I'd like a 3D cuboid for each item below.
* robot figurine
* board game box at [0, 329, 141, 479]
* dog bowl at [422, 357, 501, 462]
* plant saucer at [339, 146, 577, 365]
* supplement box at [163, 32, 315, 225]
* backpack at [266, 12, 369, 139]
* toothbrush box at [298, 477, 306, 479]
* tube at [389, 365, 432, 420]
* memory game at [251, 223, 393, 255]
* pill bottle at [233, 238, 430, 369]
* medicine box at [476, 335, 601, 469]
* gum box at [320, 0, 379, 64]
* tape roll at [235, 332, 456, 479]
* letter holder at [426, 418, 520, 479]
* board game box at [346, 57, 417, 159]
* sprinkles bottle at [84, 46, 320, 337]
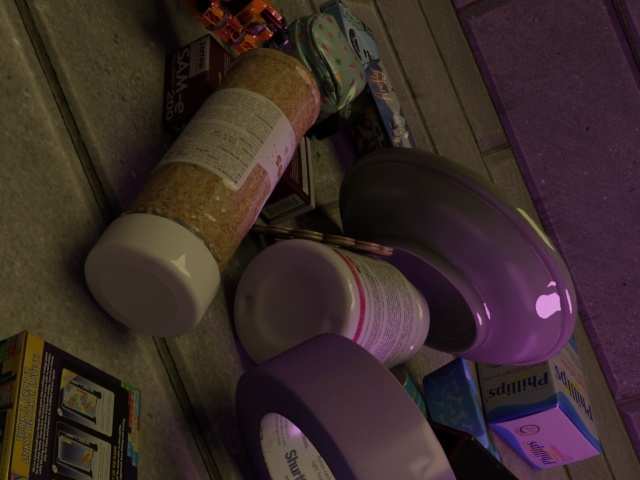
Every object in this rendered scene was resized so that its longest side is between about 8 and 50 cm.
[{"bbox_3d":[-0.144,-0.354,1.245,0.211,0.085,0.291,30,27,-55],"label":"robot figurine"},{"bbox_3d":[-0.207,0.177,0.763,0.141,0.048,0.170,40,35,-45],"label":"board game box"},{"bbox_3d":[0.235,0.329,1.522,0.166,0.074,0.297,-71,142,-77],"label":"dog bowl"},{"bbox_3d":[0.166,0.053,1.383,0.100,0.401,0.400,-46,117,-29],"label":"plant saucer"},{"bbox_3d":[-0.100,-0.137,1.251,0.239,0.073,0.130,45,31,-44],"label":"supplement box"},{"bbox_3d":[-0.001,-0.267,1.539,0.182,0.115,0.152,60,26,-12],"label":"backpack"},{"bbox_3d":[-0.070,0.363,0.798,0.216,0.126,0.295,66,23,-2],"label":"toothbrush box"},{"bbox_3d":[0.145,0.268,1.473,0.207,0.052,0.080,56,30,-41],"label":"tube"},{"bbox_3d":[0.000,0.000,1.237,0.186,0.186,0.012,14,85,-63],"label":"memory game"},{"bbox_3d":[0.028,0.092,1.215,0.283,0.160,0.160,15,57,-62],"label":"pill bottle"},{"bbox_3d":[0.434,0.278,1.967,0.263,0.149,0.289,44,32,-44],"label":"medicine box"},{"bbox_3d":[0.070,-0.354,1.867,0.157,0.041,0.184,26,48,-58],"label":"gum box"},{"bbox_3d":[0.023,0.232,0.948,0.090,0.275,0.274,-23,92,-25],"label":"tape roll"},{"bbox_3d":[0.195,0.385,1.306,0.302,0.214,0.152,44,75,-20],"label":"letter holder"},{"bbox_3d":[0.104,-0.171,1.653,0.243,0.042,0.165,68,-18,2],"label":"board game box"},{"bbox_3d":[-0.109,-0.063,1.005,0.121,0.121,0.355,56,39,-27],"label":"sprinkles bottle"}]
